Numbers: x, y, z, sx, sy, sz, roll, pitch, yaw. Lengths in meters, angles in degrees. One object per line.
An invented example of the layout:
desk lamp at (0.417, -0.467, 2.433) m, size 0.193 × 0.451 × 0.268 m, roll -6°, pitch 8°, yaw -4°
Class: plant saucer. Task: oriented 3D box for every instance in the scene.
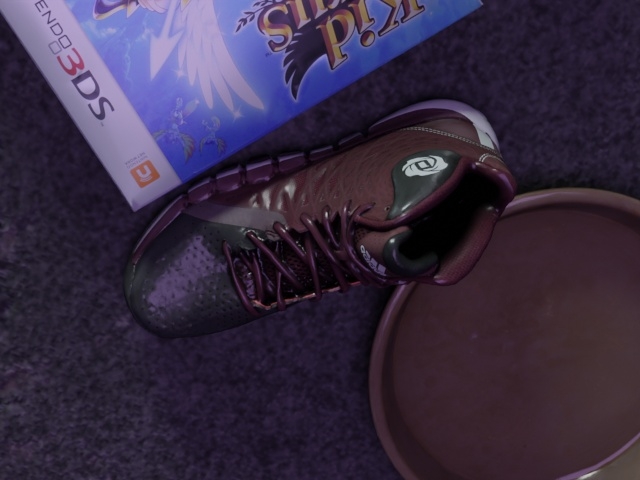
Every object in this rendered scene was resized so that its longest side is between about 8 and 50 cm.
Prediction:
plant saucer at (0.169, 0.088, 1.006) m, size 0.278 × 0.041 × 0.278 m, roll -3°, pitch 111°, yaw -8°

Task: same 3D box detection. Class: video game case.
video game case at (-0.070, -0.188, 0.855) m, size 0.269 × 0.061 × 0.244 m, roll -31°, pitch 113°, yaw 2°

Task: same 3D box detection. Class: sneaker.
sneaker at (0.000, 0.000, 0.879) m, size 0.281 × 0.162 × 0.106 m, roll -28°, pitch 112°, yaw 1°
